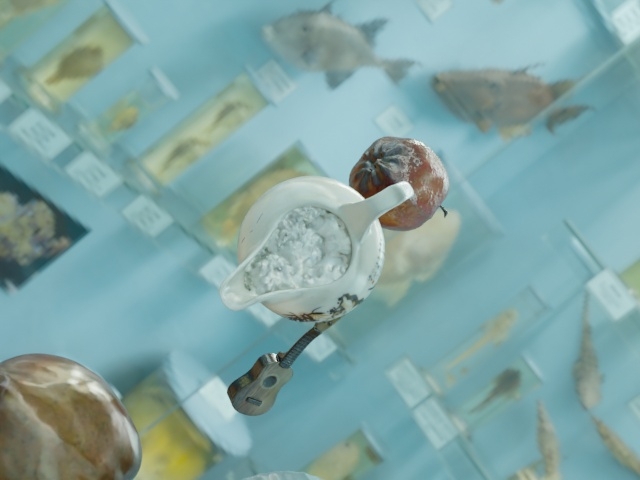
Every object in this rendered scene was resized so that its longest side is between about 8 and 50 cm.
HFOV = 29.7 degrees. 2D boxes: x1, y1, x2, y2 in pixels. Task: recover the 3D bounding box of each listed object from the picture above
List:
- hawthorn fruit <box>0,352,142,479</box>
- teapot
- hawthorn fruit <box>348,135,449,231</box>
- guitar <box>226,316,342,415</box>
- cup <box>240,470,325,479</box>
[{"bbox_3d":[-0.325,0.213,1.332,0.248,0.208,0.208,48,8,-16],"label":"hawthorn fruit"},{"bbox_3d":[0.000,0.000,1.722,0.208,0.300,0.166,57,10,14],"label":"teapot"},{"bbox_3d":[0.142,-0.084,1.990,0.194,0.157,0.157,27,22,-37],"label":"hawthorn fruit"},{"bbox_3d":[-0.054,0.193,2.040,0.084,0.271,0.038,24,26,-40],"label":"guitar"},{"bbox_3d":[-0.013,0.457,1.307,0.311,0.257,0.331,-131,-148,-58],"label":"cup"}]
